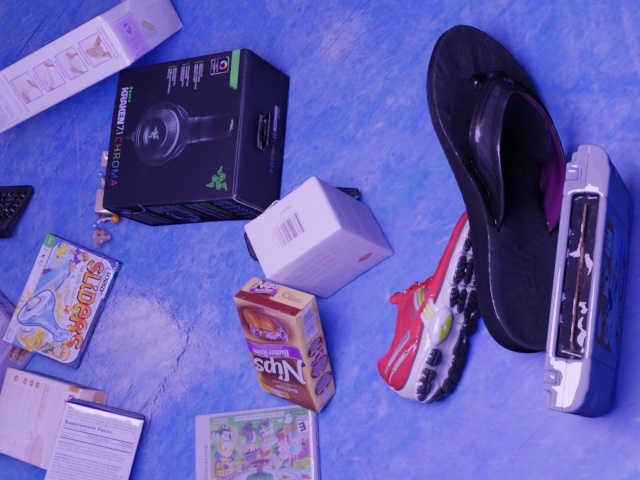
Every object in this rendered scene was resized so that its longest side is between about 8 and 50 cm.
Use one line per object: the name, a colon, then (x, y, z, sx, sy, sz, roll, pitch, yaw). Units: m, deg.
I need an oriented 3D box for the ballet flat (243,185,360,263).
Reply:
ballet flat: (-0.037, -0.041, 1.346, 0.203, 0.074, 0.074, -34, 63, 21)

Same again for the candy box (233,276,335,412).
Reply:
candy box: (-0.048, 0.149, 1.249, 0.109, 0.186, 0.053, 15, 45, 33)

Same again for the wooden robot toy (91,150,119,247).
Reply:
wooden robot toy: (-0.354, -0.070, 1.563, 0.079, 0.076, 0.173, 5, 77, -4)

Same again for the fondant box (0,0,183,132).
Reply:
fondant box: (-0.433, -0.317, 1.560, 0.330, 0.238, 0.096, -22, 110, 25)

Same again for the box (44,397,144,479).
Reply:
box: (-0.356, 0.332, 1.406, 0.126, 0.072, 0.137, 15, 84, -7)

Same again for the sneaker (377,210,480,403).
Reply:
sneaker: (0.151, 0.076, 1.196, 0.118, 0.107, 0.278, 20, 85, 44)

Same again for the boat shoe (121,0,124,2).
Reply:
boat shoe: (-0.347, -0.471, 1.665, 0.042, 0.049, 0.132, -1, 68, 2)

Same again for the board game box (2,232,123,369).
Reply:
board game box: (-0.445, 0.105, 1.537, 0.136, 0.035, 0.201, 22, 89, 2)

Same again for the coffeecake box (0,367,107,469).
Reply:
coffeecake box: (-0.467, 0.307, 1.513, 0.186, 0.068, 0.142, 9, 82, 32)

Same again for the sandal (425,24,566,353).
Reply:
sandal: (0.255, -0.083, 1.131, 0.107, 0.168, 0.445, -36, 62, 60)

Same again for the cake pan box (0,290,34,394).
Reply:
cake pan box: (-0.666, 0.215, 1.656, 0.246, 0.070, 0.266, 40, 98, 34)

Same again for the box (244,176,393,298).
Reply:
box: (0.000, 0.000, 1.258, 0.130, 0.170, 0.091, -35, 63, 18)

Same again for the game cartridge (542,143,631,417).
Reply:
game cartridge: (0.318, 0.057, 1.041, 0.062, 0.198, 0.297, 3, 79, 31)

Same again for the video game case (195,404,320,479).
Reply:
video game case: (-0.096, 0.347, 1.311, 0.213, 0.023, 0.193, -11, 72, 27)

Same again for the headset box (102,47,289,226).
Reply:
headset box: (-0.192, -0.159, 1.437, 0.283, 0.131, 0.246, -2, 77, 30)

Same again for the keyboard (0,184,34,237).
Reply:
keyboard: (-0.710, -0.028, 1.728, 0.317, 0.033, 0.201, -1, 55, 31)
